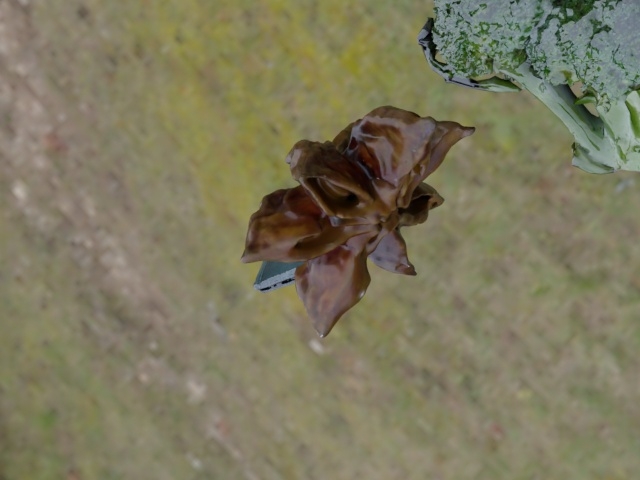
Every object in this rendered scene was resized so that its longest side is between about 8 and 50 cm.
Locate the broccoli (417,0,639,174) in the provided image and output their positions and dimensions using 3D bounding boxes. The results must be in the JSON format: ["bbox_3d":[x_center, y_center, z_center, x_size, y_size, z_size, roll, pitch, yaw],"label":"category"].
[{"bbox_3d":[0.249,-0.192,1.503,0.304,0.321,0.283,31,146,51],"label":"broccoli"}]

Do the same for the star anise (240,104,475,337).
[{"bbox_3d":[0.025,-0.030,1.435,0.111,0.196,0.212,33,170,15],"label":"star anise"}]

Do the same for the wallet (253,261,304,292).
[{"bbox_3d":[0.000,0.000,1.688,0.129,0.088,0.026,-21,125,41],"label":"wallet"}]
